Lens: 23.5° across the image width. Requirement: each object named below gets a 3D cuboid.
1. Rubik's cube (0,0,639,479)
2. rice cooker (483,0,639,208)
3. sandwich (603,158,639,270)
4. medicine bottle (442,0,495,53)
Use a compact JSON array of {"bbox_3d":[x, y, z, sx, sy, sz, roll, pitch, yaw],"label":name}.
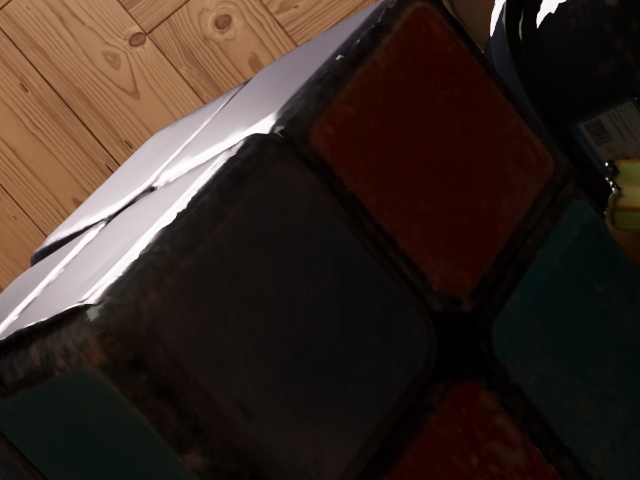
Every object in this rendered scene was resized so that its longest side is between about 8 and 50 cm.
[{"bbox_3d":[-0.015,0.091,0.907,0.316,0.318,0.313,-22,22,51],"label":"Rubik's cube"},{"bbox_3d":[0.255,-0.125,1.027,0.267,0.267,0.224,-48,10,-31],"label":"rice cooker"},{"bbox_3d":[0.276,-0.023,0.856,0.187,0.144,0.117,-35,16,23],"label":"sandwich"},{"bbox_3d":[0.209,-0.342,1.920,0.235,0.236,0.406,-40,14,-1],"label":"medicine bottle"}]
